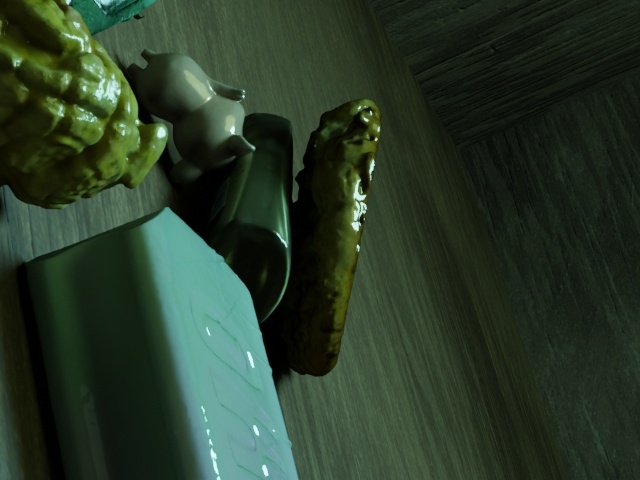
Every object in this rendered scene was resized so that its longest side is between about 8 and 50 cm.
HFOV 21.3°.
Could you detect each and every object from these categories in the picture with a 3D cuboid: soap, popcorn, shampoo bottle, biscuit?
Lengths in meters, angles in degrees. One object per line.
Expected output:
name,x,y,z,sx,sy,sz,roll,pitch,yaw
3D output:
soap,-0.095,0.165,1.213,0.208,0.115,0.347,48,22,-56
popcorn,-0.200,-0.093,1.204,0.163,0.140,0.194,59,1,1
shampoo bottle,-0.071,-0.040,1.731,0.350,0.084,0.125,-91,-162,-66
biscuit,0.001,-0.004,1.766,0.334,0.081,0.289,129,-29,-83

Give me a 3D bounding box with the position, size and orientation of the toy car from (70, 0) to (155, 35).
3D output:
toy car,-0.211,-0.247,1.524,0.320,0.097,0.141,-62,129,-75

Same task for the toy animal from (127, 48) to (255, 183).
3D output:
toy animal,-0.131,-0.126,1.687,0.150,0.083,0.089,49,51,3
